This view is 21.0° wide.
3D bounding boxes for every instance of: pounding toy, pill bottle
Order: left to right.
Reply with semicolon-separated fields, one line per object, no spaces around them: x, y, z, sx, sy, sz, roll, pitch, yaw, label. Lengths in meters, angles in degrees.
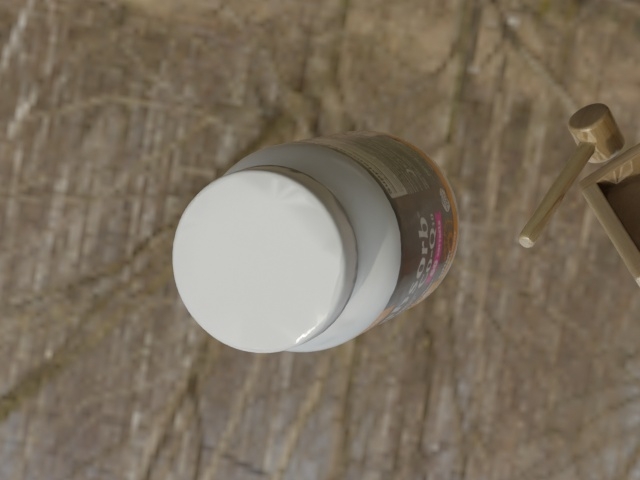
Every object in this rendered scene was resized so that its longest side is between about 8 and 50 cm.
0.000;0.000;1.337;0.162;0.162;0.278;10;-170;18;pill bottle
0.236;-0.017;1.203;0.094;0.181;0.206;51;-169;-32;pounding toy
